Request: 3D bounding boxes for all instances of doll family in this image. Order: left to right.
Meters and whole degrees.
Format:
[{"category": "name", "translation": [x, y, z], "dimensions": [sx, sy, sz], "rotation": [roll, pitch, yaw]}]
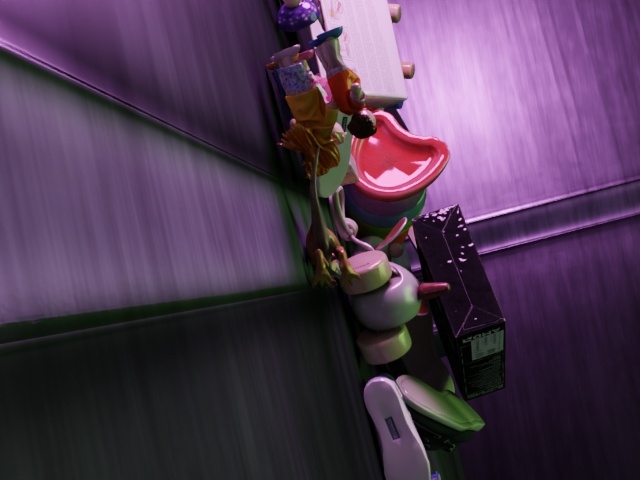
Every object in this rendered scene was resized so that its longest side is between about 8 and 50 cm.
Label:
[{"category": "doll family", "translation": [-0.016, -0.163, 1.178], "dimensions": [0.263, 0.118, 0.163], "rotation": [-167, -125, -78]}]

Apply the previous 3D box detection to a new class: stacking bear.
[{"category": "stacking bear", "translation": [0.118, -0.074, 1.675], "dimensions": [0.164, 0.175, 0.289], "rotation": [-54, 164, -24]}]

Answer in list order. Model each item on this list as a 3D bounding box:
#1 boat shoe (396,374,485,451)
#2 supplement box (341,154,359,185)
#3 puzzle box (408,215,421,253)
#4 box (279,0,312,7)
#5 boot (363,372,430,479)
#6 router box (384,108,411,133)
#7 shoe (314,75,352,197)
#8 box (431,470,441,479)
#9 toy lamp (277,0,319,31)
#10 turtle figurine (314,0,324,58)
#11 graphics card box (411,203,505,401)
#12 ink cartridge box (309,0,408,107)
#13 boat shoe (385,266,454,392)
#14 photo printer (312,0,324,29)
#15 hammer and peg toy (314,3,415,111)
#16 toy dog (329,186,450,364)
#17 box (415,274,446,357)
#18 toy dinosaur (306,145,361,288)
[{"category": "boat shoe", "translation": [0.187, 0.322, 1.602], "dimensions": [0.127, 0.113, 0.340], "rotation": [45, 8, 24]}, {"category": "supplement box", "translation": [0.024, -0.115, 1.447], "dimensions": [0.098, 0.062, 0.036], "rotation": [46, 32, -73]}, {"category": "puzzle box", "translation": [0.193, -0.114, 2.308], "dimensions": [0.409, 0.052, 0.272], "rotation": [61, 4, 13]}, {"category": "box", "translation": [-0.063, -0.504, 1.589], "dimensions": [0.220, 0.051, 0.175], "rotation": [-92, 165, -55]}, {"category": "boot", "translation": [0.118, 0.287, 1.337], "dimensions": [0.086, 0.069, 0.190], "rotation": [0, 74, -79]}, {"category": "router box", "translation": [0.147, -0.333, 2.326], "dimensions": [0.309, 0.081, 0.243], "rotation": [59, 5, -9]}, {"category": "shoe", "translation": [0.000, -0.157, 1.356], "dimensions": [0.063, 0.081, 0.178], "rotation": [1, 103, -51]}, {"category": "box", "translation": [0.266, 0.583, 2.010], "dimensions": [0.081, 0.028, 0.136], "rotation": [-74, 146, -75]}, {"category": "toy lamp", "translation": [-0.069, -0.449, 1.352], "dimensions": [0.080, 0.080, 0.275], "rotation": [-96, 168, -47]}, {"category": "turtle figurine", "translation": [0.090, -0.494, 2.001], "dimensions": [0.274, 0.198, 0.266], "rotation": [36, 36, -9]}, {"category": "graphics card box", "translation": [0.252, 0.122, 1.625], "dimensions": [0.371, 0.094, 0.233], "rotation": [65, 7, -61]}, {"category": "ink cartridge box", "translation": [0.032, -0.386, 1.586], "dimensions": [0.261, 0.066, 0.296], "rotation": [-6, 83, -51]}, {"category": "boat shoe", "translation": [0.163, 0.198, 1.738], "dimensions": [0.116, 0.096, 0.324], "rotation": [-39, 118, -36]}, {"category": "photo printer", "translation": [0.017, -0.667, 2.258], "dimensions": [0.256, 0.107, 0.308], "rotation": [64, 15, -57]}, {"category": "hammer and peg toy", "translation": [0.079, -0.282, 1.825], "dimensions": [0.266, 0.127, 0.361], "rotation": [62, 42, -59]}, {"category": "toy dog", "translation": [0.122, 0.053, 1.465], "dimensions": [0.334, 0.161, 0.220], "rotation": [-94, 168, -52]}, {"category": "box", "translation": [0.272, 0.194, 2.314], "dimensions": [0.207, 0.153, 0.108], "rotation": [-95, 168, -47]}, {"category": "toy dinosaur", "translation": [0.000, 0.000, 1.136], "dimensions": [0.211, 0.064, 0.112], "rotation": [82, -13, -51]}]
